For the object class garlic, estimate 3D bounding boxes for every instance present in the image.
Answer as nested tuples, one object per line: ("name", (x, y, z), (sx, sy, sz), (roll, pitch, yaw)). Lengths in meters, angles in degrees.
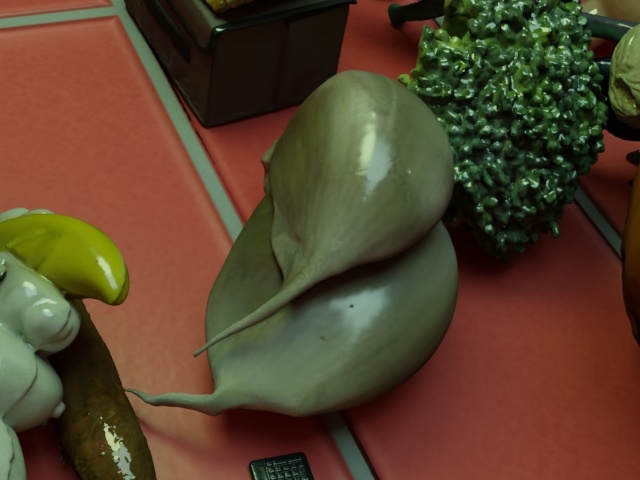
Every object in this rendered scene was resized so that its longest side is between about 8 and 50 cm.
("garlic", (0.000, 0.000, 0.919), (0.246, 0.231, 0.340), (20, 47, 17))

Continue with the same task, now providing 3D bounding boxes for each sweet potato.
("sweet potato", (-0.195, 0.130, 0.872), (0.072, 0.066, 0.314), (-29, 52, -9))

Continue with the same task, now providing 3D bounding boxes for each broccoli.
("broccoli", (0.158, -0.137, 1.091), (0.248, 0.245, 0.288), (32, 73, -28))

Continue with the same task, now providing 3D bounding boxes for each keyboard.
("keyboard", (-0.015, 0.240, 0.852), (0.053, 0.010, 0.155), (-8, 51, -19))

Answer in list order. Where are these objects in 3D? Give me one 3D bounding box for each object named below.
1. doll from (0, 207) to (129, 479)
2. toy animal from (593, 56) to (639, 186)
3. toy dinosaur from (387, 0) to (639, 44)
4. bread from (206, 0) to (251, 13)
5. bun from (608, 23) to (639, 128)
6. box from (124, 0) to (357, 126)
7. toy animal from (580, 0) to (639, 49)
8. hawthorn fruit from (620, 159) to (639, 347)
("doll", (-0.251, 0.085, 0.825), (0.252, 0.111, 0.237), (23, 71, 44))
("toy animal", (0.400, -0.121, 1.158), (0.298, 0.185, 0.122), (12, 52, 18))
("toy dinosaur", (0.152, -0.312, 1.180), (0.383, 0.129, 0.331), (25, 1, -30))
("bread", (-0.071, -0.302, 1.093), (0.147, 0.127, 0.152), (46, 22, 25))
("bun", (0.318, -0.157, 1.035), (0.069, 0.115, 0.115), (-13, 53, -15))
("box", (-0.102, -0.276, 1.202), (0.188, 0.153, 0.252), (-20, 57, -27))
("toy animal", (0.470, -0.277, 1.325), (0.269, 0.237, 0.326), (17, 48, -14))
("hawthorn fruit", (0.476, 0.012, 0.896), (0.472, 0.471, 0.471), (7, 47, -8))
